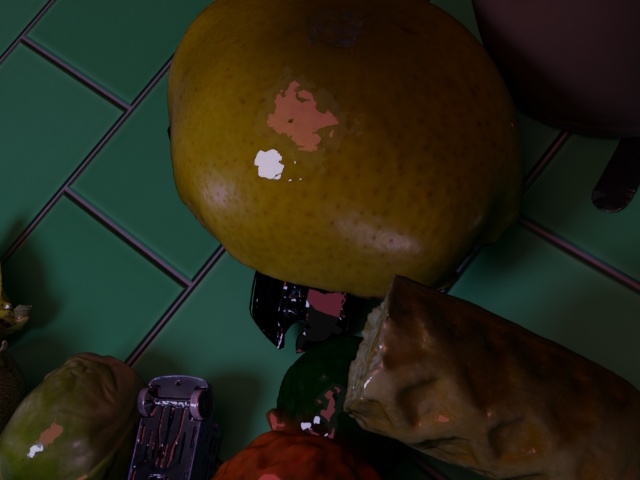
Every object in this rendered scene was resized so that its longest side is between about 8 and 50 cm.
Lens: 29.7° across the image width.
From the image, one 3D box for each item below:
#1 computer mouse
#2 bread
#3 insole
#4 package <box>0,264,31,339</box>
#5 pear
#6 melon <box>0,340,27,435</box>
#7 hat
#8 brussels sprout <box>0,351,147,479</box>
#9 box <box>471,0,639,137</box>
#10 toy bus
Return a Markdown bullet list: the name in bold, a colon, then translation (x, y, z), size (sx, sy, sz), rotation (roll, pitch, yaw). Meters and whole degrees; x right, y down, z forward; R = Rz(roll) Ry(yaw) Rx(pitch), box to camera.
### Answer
- **computer mouse**: translation (0.000, 0.000, 1.230), size (0.147, 0.077, 0.241), rotation (4, 66, 30)
- **bread**: translation (0.151, 0.135, 0.988), size (0.152, 0.268, 0.130), rotation (-82, 18, -61)
- **insole**: translation (0.313, -0.091, 1.172), size (0.053, 0.002, 0.152), rotation (25, 76, 34)
- **package**: translation (-0.438, 0.094, 1.382), size (0.226, 0.090, 0.168), rotation (-37, 57, 7)
- **pear**: translation (0.019, -0.140, 1.158), size (0.386, 0.191, 0.340), rotation (34, 56, 26)
- **melon**: translation (-0.387, 0.177, 1.277), size (0.192, 0.139, 0.139), rotation (-48, 52, 16)
- **hat**: translation (-0.024, 0.283, 1.034), size (0.285, 0.285, 0.400), rotation (12, 39, 31)
- **brussels sprout**: translation (-0.248, 0.202, 1.206), size (0.183, 0.131, 0.145), rotation (-49, 10, -1)
- **box**: translation (0.278, -0.272, 1.159), size (0.301, 0.216, 0.301), rotation (-12, 60, 22)
- **toy bus**: translation (-0.144, 0.219, 1.179), size (0.073, 0.076, 0.167), rotation (0, 66, 25)
